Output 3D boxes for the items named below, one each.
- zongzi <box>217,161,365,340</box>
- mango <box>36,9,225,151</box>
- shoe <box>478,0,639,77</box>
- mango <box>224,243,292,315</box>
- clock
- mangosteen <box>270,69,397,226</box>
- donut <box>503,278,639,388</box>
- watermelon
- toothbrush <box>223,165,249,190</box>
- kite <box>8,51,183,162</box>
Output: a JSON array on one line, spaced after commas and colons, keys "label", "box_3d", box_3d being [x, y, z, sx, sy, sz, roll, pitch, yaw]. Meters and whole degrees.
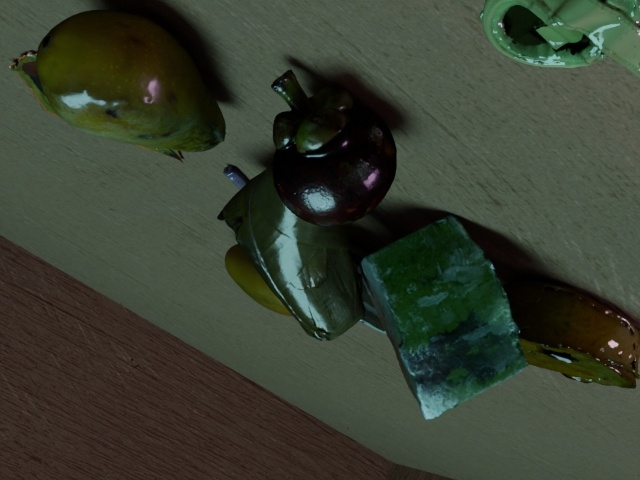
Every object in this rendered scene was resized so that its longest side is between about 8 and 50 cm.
[{"label": "zongzi", "box_3d": [0.000, 0.000, 1.894, 0.274, 0.145, 0.300, 56, 152, 0]}, {"label": "mango", "box_3d": [-0.238, -0.202, 1.688, 0.176, 0.175, 0.329, 53, -167, 13]}, {"label": "shoe", "box_3d": [0.238, -0.205, 1.043, 0.140, 0.128, 0.262, 18, 174, -36]}, {"label": "mango", "box_3d": [-0.087, 0.069, 2.428, 0.138, 0.113, 0.253, 8, -168, -44]}, {"label": "clock", "box_3d": [0.070, 0.063, 2.153, 0.236, 0.053, 0.236, 38, -162, -14]}, {"label": "mangosteen", "box_3d": [0.010, -0.105, 1.606, 0.172, 0.172, 0.184, 15, 162, 29]}, {"label": "donut", "box_3d": [0.377, 0.145, 2.020, 0.272, 0.107, 0.272, 21, 169, 4]}, {"label": "watermelon", "box_3d": [0.155, 0.122, 1.952, 0.264, 0.151, 0.302, 65, 160, 0]}, {"label": "toothbrush", "box_3d": [-0.077, -0.034, 2.225, 0.024, 0.029, 0.354, -2, 153, 26]}, {"label": "kite", "box_3d": [-0.352, -0.209, 2.089, 0.327, 0.013, 0.377, 31, 163, -28]}]
